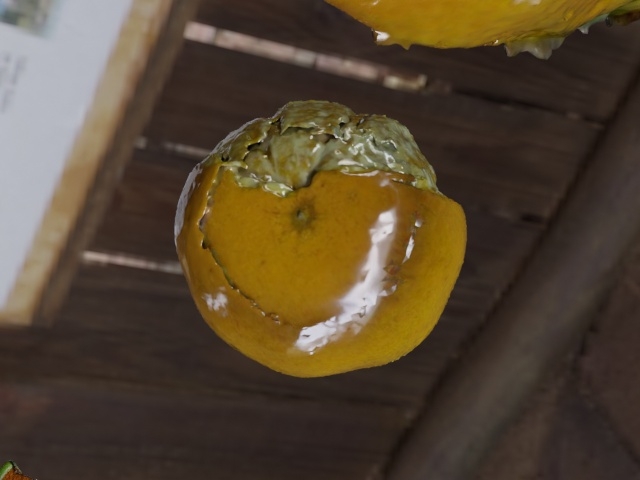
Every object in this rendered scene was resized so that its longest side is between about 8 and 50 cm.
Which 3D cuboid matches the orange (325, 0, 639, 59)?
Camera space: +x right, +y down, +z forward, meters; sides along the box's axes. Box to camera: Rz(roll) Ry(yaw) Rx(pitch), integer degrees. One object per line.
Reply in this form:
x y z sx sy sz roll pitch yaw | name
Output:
0.071 -0.208 0.642 0.274 0.310 0.274 0 89 19 | orange

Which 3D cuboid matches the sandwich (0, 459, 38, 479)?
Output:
-0.222 0.223 1.297 0.067 0.029 0.135 -37 43 10 | sandwich

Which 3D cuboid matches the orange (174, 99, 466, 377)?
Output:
0.000 0.000 0.945 0.134 0.156 0.156 80 -171 -73 | orange
